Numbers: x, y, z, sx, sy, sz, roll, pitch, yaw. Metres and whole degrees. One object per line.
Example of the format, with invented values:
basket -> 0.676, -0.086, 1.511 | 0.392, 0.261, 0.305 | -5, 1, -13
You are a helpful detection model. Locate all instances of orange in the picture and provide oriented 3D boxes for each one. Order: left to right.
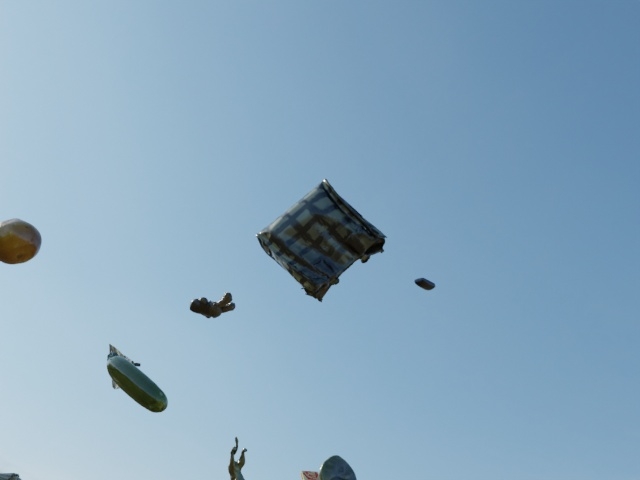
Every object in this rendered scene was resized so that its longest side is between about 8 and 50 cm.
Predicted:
orange -> -0.961, 0.001, 2.188 | 0.154, 0.134, 0.155 | -22, -25, -11

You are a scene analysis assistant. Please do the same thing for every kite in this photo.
kite -> -0.711, 0.483, 2.522 | 0.015, 0.169, 0.310 | -4, 6, -35

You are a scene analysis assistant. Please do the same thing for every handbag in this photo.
handbag -> 0.000, 0.000, 2.333 | 0.327, 0.325, 0.162 | 44, -11, 32

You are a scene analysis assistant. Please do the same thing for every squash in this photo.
squash -> -0.473, 0.353, 1.746 | 0.252, 0.066, 0.066 | 29, -24, 32

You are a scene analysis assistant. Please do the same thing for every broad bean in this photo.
broad bean -> 0.065, 0.879, 2.593 | 0.072, 0.153, 0.206 | -27, -36, 17

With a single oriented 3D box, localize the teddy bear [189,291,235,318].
teddy bear -> -0.386, 0.242, 2.471 | 0.160, 0.078, 0.119 | -5, -37, 5

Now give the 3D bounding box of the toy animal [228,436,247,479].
toy animal -> -0.233, 0.676, 2.010 | 0.069, 0.220, 0.086 | -5, 4, -37

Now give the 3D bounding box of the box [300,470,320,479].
box -> -0.026, 0.761, 2.174 | 0.058, 0.093, 0.015 | 9, -62, -20

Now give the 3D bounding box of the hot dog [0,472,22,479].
hot dog -> -0.748, 0.643, 1.548 | 0.081, 0.270, 0.162 | 27, 13, 23

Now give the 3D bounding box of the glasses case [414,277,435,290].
glasses case -> 0.319, 0.135, 2.112 | 0.033, 0.023, 0.083 | -22, -31, 32
